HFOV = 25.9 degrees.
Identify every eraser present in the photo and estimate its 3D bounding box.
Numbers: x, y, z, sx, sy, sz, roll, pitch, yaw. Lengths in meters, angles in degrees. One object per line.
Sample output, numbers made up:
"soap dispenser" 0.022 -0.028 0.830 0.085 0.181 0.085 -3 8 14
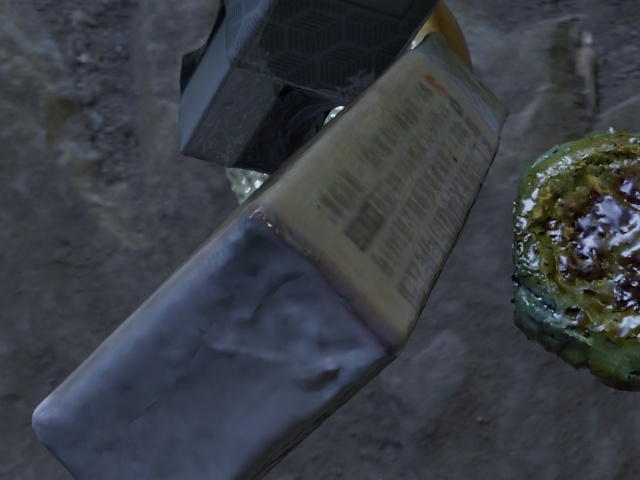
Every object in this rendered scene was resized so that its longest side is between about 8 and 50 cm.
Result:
"eraser" 0.036 -0.194 0.759 0.404 0.096 0.098 -52 32 43
"eraser" 0.000 0.000 0.646 0.078 0.343 0.144 46 113 -4

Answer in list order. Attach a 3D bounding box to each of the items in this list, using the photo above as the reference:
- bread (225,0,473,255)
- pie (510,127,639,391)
"bread" 0.026 -0.128 1.632 0.328 0.245 0.424 -13 51 7
"pie" 0.361 0.000 1.562 0.288 0.103 0.355 3 61 14
